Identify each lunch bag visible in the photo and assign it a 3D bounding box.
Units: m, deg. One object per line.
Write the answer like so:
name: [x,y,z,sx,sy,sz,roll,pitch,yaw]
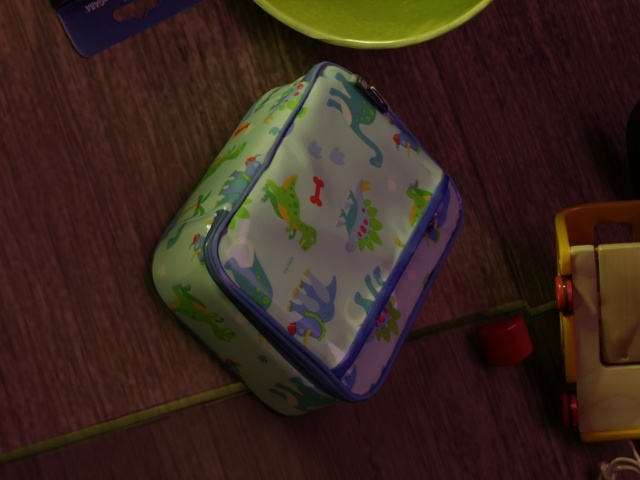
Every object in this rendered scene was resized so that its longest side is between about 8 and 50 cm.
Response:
lunch bag: [0.000,0.000,1.327,0.176,0.090,0.219,48,50,-20]

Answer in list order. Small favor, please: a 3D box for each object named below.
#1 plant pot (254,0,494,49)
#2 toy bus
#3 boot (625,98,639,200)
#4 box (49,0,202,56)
plant pot: [0.087,-0.305,1.431,0.275,0.274,0.293,61,31,-4]
toy bus: [0.229,0.067,1.479,0.191,0.202,0.104,38,22,-15]
boot: [0.421,-0.073,1.680,0.377,0.138,0.284,45,51,-24]
box: [-0.164,-0.248,1.319,0.136,0.036,0.225,-34,97,-43]
